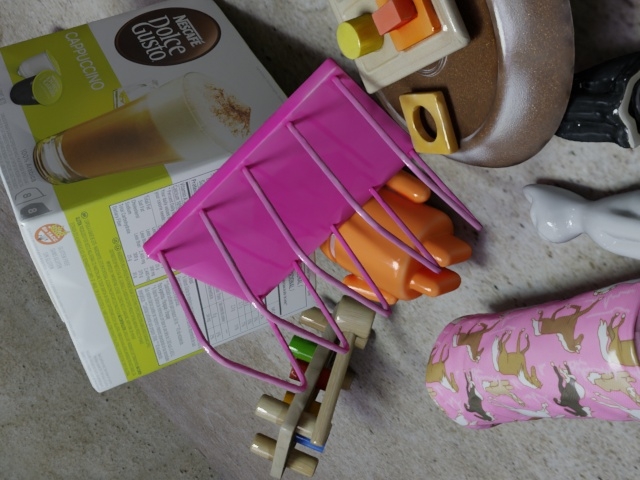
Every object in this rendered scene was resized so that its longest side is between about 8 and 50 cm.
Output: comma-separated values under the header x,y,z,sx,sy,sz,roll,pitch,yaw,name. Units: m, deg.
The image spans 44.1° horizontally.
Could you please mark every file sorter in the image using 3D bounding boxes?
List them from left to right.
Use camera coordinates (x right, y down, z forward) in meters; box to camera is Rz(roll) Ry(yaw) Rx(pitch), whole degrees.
x,y,z,sx,sy,sz,roll,pitch,yaw,name
0.000,0.000,0.863,0.202,0.291,0.182,32,-162,-51,file sorter

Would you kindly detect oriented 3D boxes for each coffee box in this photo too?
x,y,z,sx,sy,sz,roll,pitch,yaw,name
-0.221,-0.071,1.052,0.337,0.334,0.338,56,160,37,coffee box

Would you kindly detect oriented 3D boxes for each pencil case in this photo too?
x,y,z,sx,sy,sz,roll,pitch,yaw,name
0.278,0.132,0.891,0.167,0.160,0.386,36,154,-14,pencil case

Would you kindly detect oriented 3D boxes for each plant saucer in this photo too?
x,y,z,sx,sy,sz,roll,pitch,yaw,name
0.107,-0.204,0.749,0.310,0.050,0.310,48,154,32,plant saucer

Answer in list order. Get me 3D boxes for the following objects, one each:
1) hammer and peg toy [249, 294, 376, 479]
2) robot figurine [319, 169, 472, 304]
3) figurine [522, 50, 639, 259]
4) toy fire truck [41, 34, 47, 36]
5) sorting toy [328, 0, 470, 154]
x,y,z,sx,sy,sz,roll,pitch,yaw,name
-0.018,0.238,1.322,0.127,0.266,0.361,22,147,6,hammer and peg toy
0.083,-0.003,1.025,0.219,0.128,0.158,30,152,31,robot figurine
0.257,-0.071,0.767,0.209,0.092,0.214,13,136,59,figurine
-0.471,-0.222,1.499,0.254,0.169,0.302,34,155,-13,toy fire truck
0.043,-0.234,0.728,0.347,0.047,0.196,65,158,-6,sorting toy
